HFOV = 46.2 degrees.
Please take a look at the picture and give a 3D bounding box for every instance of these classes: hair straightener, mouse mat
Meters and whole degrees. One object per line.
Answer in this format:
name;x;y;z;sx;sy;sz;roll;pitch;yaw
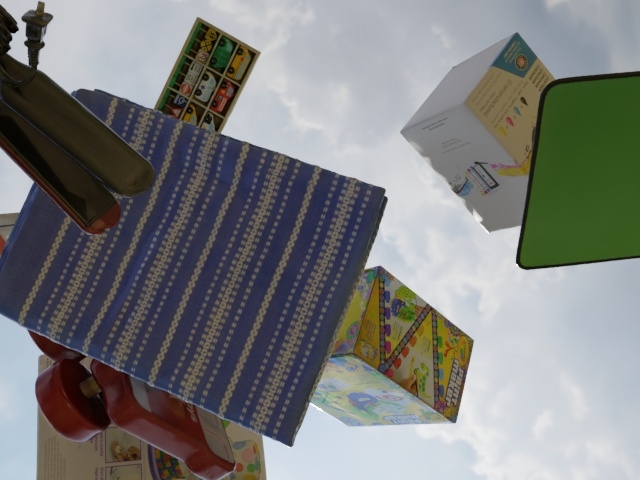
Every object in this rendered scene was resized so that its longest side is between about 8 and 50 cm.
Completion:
hair straightener;-0.178;-0.112;0.428;0.230;0.089;0.047;50;-149;-7
mouse mat;0.245;-0.054;0.622;0.007;0.152;0.190;-100;5;-50

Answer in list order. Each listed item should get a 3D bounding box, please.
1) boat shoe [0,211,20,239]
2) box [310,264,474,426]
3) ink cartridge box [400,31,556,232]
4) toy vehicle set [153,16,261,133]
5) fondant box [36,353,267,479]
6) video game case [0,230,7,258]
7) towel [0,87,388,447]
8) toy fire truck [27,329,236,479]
boat shoe;-0.511;-0.012;1.401;0.096;0.267;0.088;-4;-89;-77
box;0.079;0.214;1.418;0.279;0.290;0.177;38;-125;-29
ink cartridge box;0.285;-0.159;1.170;0.233;0.168;0.171;45;-116;-15
toy vehicle set;-0.271;-0.362;1.760;0.166;0.267;0.035;28;-166;-5
fondant box;-0.258;0.290;1.153;0.330;0.096;0.238;-2;-116;-14
video game case;-0.464;0.012;0.812;0.204;0.025;0.285;56;-156;0
towel;-0.132;0.009;0.688;0.040;0.336;0.243;44;-113;-73
toy fire truck;-0.229;0.154;0.985;0.254;0.169;0.302;51;-174;-44
